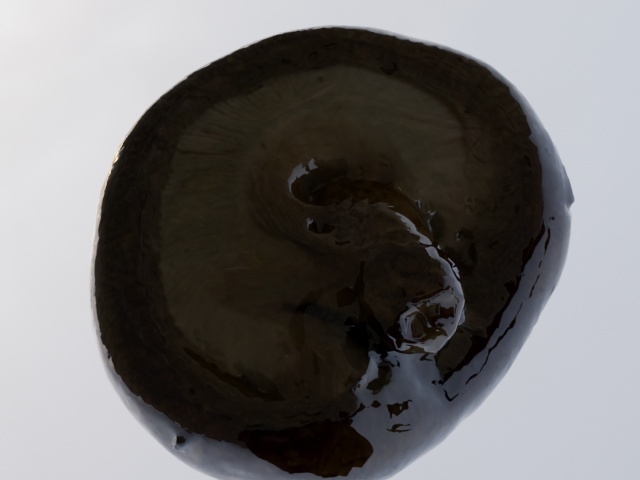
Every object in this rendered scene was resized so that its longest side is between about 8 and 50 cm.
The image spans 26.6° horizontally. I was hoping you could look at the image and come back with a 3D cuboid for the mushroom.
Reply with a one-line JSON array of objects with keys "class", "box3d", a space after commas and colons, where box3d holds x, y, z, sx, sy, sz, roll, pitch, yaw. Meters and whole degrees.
[{"class": "mushroom", "box3d": [0.002, 0.009, 0.615, 0.231, 0.138, 0.194, -39, -127, -21]}]
